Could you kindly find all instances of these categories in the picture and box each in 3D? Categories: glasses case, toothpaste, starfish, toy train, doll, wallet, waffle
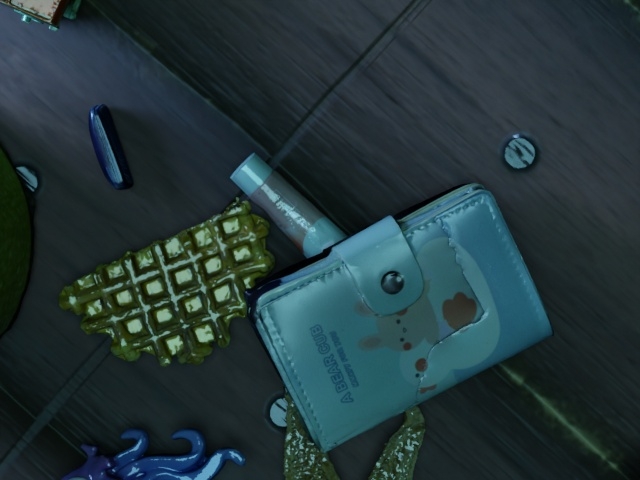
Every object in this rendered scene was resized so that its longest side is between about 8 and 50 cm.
[{"bbox_3d":[-0.200,-0.085,1.464,0.023,0.033,0.083,-19,94,12],"label":"glasses case"},{"bbox_3d":[0.000,0.000,1.472,0.056,0.036,0.205,-45,98,6],"label":"toothpaste"},{"bbox_3d":[0.000,0.283,1.484,0.299,0.060,0.302,12,83,7],"label":"starfish"},{"bbox_3d":[-0.299,-0.249,1.408,0.176,0.118,0.074,24,92,-4],"label":"toy train"},{"bbox_3d":[-0.170,0.229,1.472,0.206,0.067,0.110,-21,81,4],"label":"doll"},{"bbox_3d":[0.072,0.068,1.442,0.250,0.075,0.176,-27,105,-5],"label":"wallet"},{"bbox_3d":[-0.137,0.032,1.468,0.161,0.046,0.192,33,93,-3],"label":"waffle"}]

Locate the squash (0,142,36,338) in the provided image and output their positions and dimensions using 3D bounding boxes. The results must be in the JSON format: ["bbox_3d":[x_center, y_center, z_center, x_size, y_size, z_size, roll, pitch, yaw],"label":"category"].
[{"bbox_3d":[-0.422,0.004,1.335,0.310,0.309,0.310,0,94,0],"label":"squash"}]
